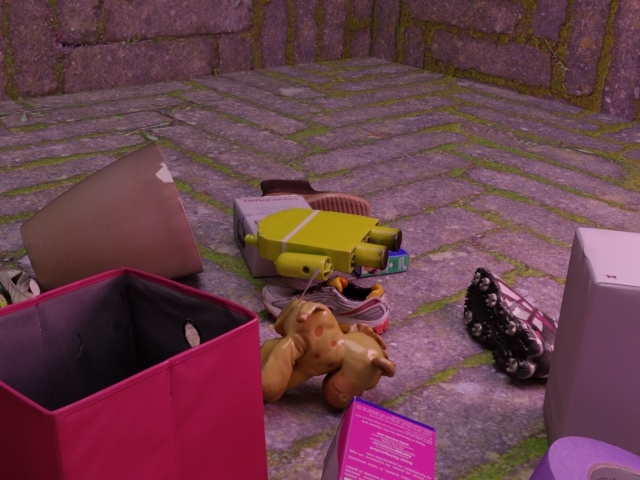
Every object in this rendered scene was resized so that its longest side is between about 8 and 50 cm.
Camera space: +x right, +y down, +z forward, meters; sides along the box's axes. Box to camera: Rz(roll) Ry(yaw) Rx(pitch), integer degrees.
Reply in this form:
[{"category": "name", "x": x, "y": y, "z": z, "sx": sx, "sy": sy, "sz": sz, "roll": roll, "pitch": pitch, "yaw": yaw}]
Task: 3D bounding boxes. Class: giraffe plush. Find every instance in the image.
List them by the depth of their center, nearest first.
[{"category": "giraffe plush", "x": 0.013, "y": 0.169, "z": 1.174, "sx": 0.170, "sy": 0.210, "sz": 0.181, "roll": 31, "pitch": 19, "yaw": -7}]

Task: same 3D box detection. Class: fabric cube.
[{"category": "fabric cube", "x": -0.228, "y": 0.207, "z": 0.877, "sx": 0.254, "sy": 0.258, "sz": 0.259, "roll": 14, "pitch": 25, "yaw": 40}]

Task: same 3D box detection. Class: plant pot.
[{"category": "plant pot", "x": -0.386, "y": -0.015, "z": 1.465, "sx": 0.274, "sy": 0.256, "sz": 0.256, "roll": -20, "pitch": 29, "yaw": -11}]

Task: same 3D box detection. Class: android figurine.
[{"category": "android figurine", "x": 0.000, "y": 0.000, "z": 1.447, "sx": 0.273, "sy": 0.056, "sz": 0.248, "roll": 7, "pitch": 24, "yaw": 18}]

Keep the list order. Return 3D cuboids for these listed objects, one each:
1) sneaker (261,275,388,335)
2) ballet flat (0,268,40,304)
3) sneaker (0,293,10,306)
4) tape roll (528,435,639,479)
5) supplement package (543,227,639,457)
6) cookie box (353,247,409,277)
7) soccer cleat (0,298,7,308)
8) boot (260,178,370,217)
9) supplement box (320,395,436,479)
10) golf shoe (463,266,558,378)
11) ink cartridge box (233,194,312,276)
[{"category": "sneaker", "x": 0.008, "y": 0.098, "z": 1.394, "sx": 0.225, "sy": 0.093, "sz": 0.088, "roll": 6, "pitch": 24, "yaw": 10}, {"category": "ballet flat", "x": -0.517, "y": 0.083, "z": 1.408, "sx": 0.057, "sy": 0.052, "sz": 0.168, "roll": 36, "pitch": 1, "yaw": -44}, {"category": "sneaker", "x": -0.563, "y": 0.108, "z": 1.391, "sx": 0.083, "sy": 0.032, "sz": 0.037, "roll": 27, "pitch": 56, "yaw": 38}, {"category": "tape roll", "x": 0.329, "y": 0.318, "z": 0.803, "sx": 0.275, "sy": 0.090, "sz": 0.275, "roll": 24, "pitch": 16, "yaw": -7}, {"category": "supplement package", "x": 0.407, "y": 0.155, "z": 1.057, "sx": 0.175, "sy": 0.293, "sz": 0.177, "roll": 6, "pitch": 24, "yaw": 8}, {"category": "cookie box", "x": 0.109, "y": 0.033, "z": 1.620, "sx": 0.107, "sy": 0.040, "sz": 0.092, "roll": -7, "pitch": 25, "yaw": -21}, {"category": "soccer cleat", "x": -0.545, "y": 0.118, "z": 1.313, "sx": 0.072, "sy": 0.060, "sz": 0.179, "roll": -33, "pitch": 47, "yaw": -28}, {"category": "boot", "x": -0.018, "y": -0.101, "z": 1.852, "sx": 0.248, "sy": 0.090, "sz": 0.207, "roll": -2, "pitch": 26, "yaw": -3}, {"category": "supplement box", "x": 0.056, "y": 0.293, "z": 0.895, "sx": 0.114, "sy": 0.111, "sz": 0.220, "roll": 22, "pitch": 25, "yaw": 1}, {"category": "golf shoe", "x": 0.326, "y": 0.143, "z": 1.350, "sx": 0.120, "sy": 0.105, "sz": 0.273, "roll": 12, "pitch": 26, "yaw": -20}, {"category": "ink cartridge box", "x": -0.084, "y": -0.014, "z": 1.642, "sx": 0.154, "sy": 0.093, "sz": 0.212, "roll": -4, "pitch": 26, "yaw": -17}]
